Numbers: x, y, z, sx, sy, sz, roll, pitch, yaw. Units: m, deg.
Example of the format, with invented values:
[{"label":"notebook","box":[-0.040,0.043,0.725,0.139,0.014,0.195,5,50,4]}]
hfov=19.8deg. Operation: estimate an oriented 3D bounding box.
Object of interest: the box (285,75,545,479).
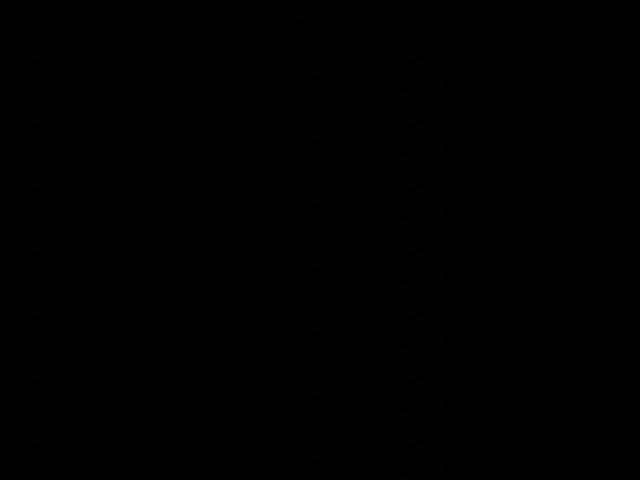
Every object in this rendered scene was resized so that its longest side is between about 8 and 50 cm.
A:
[{"label":"box","box":[0.063,0.034,0.392,0.029,0.116,0.162,-42,64,54]}]

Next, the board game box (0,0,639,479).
[{"label":"board game box","box":[-0.131,-0.063,0.193,0.356,0.356,0.356,58,-179,8]}]
